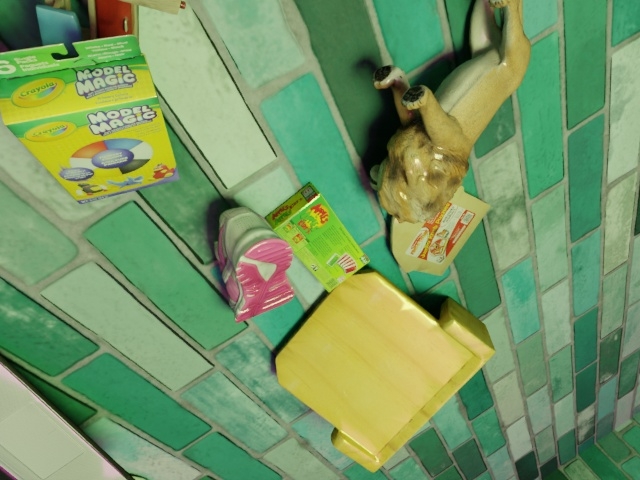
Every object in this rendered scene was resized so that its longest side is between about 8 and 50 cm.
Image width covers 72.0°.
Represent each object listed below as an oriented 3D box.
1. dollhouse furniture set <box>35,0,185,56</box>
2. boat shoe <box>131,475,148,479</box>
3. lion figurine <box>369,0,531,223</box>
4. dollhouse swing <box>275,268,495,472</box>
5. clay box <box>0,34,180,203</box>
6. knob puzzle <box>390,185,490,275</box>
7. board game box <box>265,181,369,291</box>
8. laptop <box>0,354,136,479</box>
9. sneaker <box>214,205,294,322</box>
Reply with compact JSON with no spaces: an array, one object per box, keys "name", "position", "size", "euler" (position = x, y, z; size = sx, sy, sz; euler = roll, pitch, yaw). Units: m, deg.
[{"name":"dollhouse furniture set","position":[-0.180,-0.219,0.386],"size":[0.128,0.130,0.184],"euler":[8,142,-17]},{"name":"boat shoe","position":[-0.388,0.628,0.928],"size":[0.127,0.113,0.341],"euler":[-10,125,-19]},{"name":"lion figurine","position":[0.209,-0.209,0.635],"size":[0.392,0.142,0.240],"euler":[-46,137,3]},{"name":"dollhouse swing","position":[0.127,0.233,0.946],"size":[0.347,0.305,0.315],"euler":[-51,170,12]},{"name":"clay box","position":[-0.226,-0.112,0.458],"size":[0.127,0.053,0.222],"euler":[-17,169,-15]},{"name":"knob puzzle","position":[0.202,-0.025,0.824],"size":[0.212,0.030,0.213],"euler":[-13,127,-18]},{"name":"board game box","position":[0.000,0.000,0.733],"size":[0.092,0.043,0.181],"euler":[-38,130,2]},{"name":"laptop","position":[-0.532,0.397,0.550],"size":[0.407,0.236,0.382],"euler":[-34,111,-2]},{"name":"sneaker","position":[-0.103,0.037,0.676],"size":[0.102,0.111,0.252],"euler":[-19,150,-23]}]
